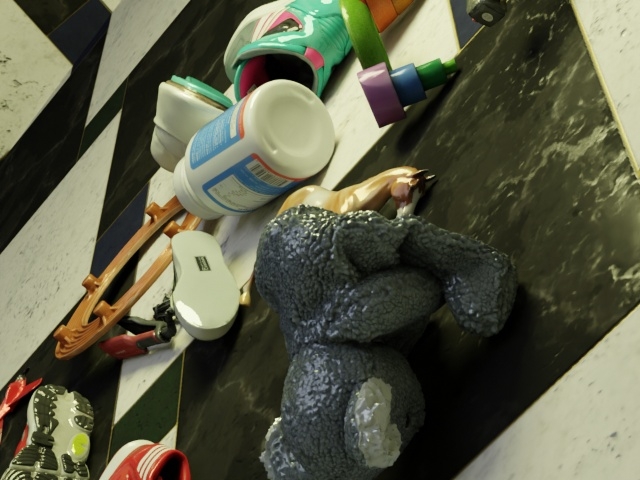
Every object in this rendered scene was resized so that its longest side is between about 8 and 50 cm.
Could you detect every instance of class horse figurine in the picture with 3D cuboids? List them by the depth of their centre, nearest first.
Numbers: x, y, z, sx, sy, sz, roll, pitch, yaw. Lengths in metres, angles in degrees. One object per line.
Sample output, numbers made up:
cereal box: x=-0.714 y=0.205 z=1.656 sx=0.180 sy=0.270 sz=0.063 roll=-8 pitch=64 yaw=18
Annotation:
horse figurine: x=0.000 y=0.000 z=1.743 sx=0.263 sy=0.066 sz=0.174 roll=-4 pitch=59 yaw=63

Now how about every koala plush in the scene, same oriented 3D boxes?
koala plush: x=0.025 y=0.101 z=1.367 sx=0.196 sy=0.203 sz=0.221 roll=-26 pitch=46 yaw=55

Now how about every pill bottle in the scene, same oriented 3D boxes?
pill bottle: x=-0.090 y=-0.102 z=2.028 sx=0.221 sy=0.124 sz=0.124 roll=-27 pitch=34 yaw=52

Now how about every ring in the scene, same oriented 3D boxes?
ring: x=-0.258 y=0.026 z=2.283 sx=0.336 sy=0.032 sz=0.336 roll=-45 pitch=14 yaw=15

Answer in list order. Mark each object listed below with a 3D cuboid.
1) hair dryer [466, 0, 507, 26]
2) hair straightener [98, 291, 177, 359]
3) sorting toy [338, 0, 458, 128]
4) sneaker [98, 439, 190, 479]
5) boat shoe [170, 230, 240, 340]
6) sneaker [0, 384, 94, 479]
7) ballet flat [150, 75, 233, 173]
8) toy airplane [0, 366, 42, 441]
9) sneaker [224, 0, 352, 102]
hair dryer: x=0.255 y=-0.338 z=1.725 sx=0.223 sy=0.080 sz=0.293 roll=-25 pitch=36 yaw=24
hair straightener: x=-0.215 y=0.096 z=2.107 sx=0.089 sy=0.047 sz=0.230 roll=-63 pitch=15 yaw=-22
sorting toy: x=0.095 y=-0.248 z=1.920 sx=0.126 sy=0.127 sz=0.365 roll=-21 pitch=30 yaw=6
sneaker: x=-0.212 y=0.301 z=1.720 sx=0.128 sy=0.087 sz=0.221 roll=-17 pitch=43 yaw=62
boat shoe: x=-0.139 y=0.068 z=1.962 sx=0.219 sy=0.077 sz=0.070 roll=-105 pitch=18 yaw=-61
sneaker: x=-0.338 y=0.302 z=2.036 sx=0.279 sy=0.107 sz=0.118 roll=-80 pitch=13 yaw=-56
ballet flat: x=-0.174 y=-0.147 z=2.265 sx=0.139 sy=0.139 sz=0.400 roll=-54 pitch=7 yaw=3
toy airplane: x=-0.471 y=0.254 z=2.487 sx=0.151 sy=0.028 sz=0.151 roll=-48 pitch=19 yaw=23
sneaker: x=-0.065 y=-0.221 z=2.185 sx=0.295 sy=0.124 sz=0.178 roll=-24 pitch=26 yaw=54
